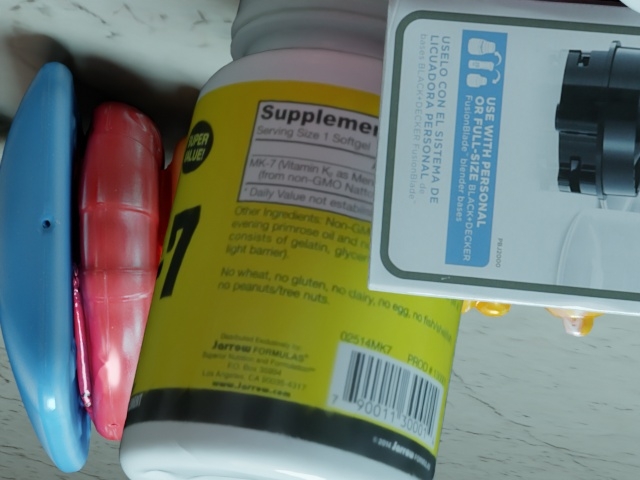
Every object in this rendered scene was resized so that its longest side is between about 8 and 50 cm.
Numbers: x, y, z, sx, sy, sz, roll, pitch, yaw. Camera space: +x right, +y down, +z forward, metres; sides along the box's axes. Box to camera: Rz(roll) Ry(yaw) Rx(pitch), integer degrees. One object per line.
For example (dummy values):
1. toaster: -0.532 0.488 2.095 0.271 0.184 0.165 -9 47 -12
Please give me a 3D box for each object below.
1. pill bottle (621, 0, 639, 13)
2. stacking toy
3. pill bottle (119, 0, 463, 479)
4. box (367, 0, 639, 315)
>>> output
1. pill bottle: 0.138 -0.119 0.482 0.160 0.087 0.087 -19 148 32
2. stacking toy: 0.003 0.013 0.950 0.302 0.175 0.166 -2 163 -3
3. pill bottle: 0.000 0.000 0.760 0.119 0.208 0.119 10 162 3
4. box: 0.169 -0.026 0.609 0.290 0.087 0.169 5 -171 7
